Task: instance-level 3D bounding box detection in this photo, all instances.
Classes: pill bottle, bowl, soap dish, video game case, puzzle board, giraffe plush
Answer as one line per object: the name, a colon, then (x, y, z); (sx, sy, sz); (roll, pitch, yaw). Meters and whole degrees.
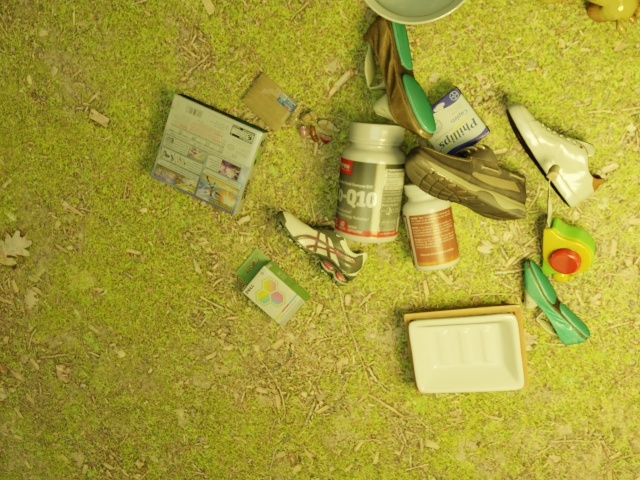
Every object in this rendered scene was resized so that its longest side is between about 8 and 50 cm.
pill bottle: (0.273, -0.042, 1.395); (0.121, 0.121, 0.216); (-9, 102, 16)
bowl: (0.221, -0.626, 1.248); (0.297, 0.134, 0.298); (2, 100, 12)
soap dish: (0.378, 0.277, 1.451); (0.290, 0.118, 0.229); (-7, 102, 16)
video game case: (-0.306, -0.235, 1.528); (0.269, 0.061, 0.244); (25, 107, 7)
puzzle board: (-0.133, -0.364, 1.478); (0.128, 0.011, 0.096); (43, 109, 0)
giraffe plush: (0.600, -0.532, 1.177); (0.170, 0.210, 0.181); (30, 108, -25)
pill bottle: (0.125, -0.148, 1.385); (0.161, 0.161, 0.283); (8, 105, 13)

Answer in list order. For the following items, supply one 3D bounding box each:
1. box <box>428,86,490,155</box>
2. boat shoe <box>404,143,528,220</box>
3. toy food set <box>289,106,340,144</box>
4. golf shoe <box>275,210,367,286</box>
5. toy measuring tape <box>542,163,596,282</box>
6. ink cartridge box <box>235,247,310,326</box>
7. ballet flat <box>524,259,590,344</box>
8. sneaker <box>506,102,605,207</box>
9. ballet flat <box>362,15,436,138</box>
box: (0.319, -0.278, 1.350); (0.126, 0.072, 0.137); (-38, 93, 20)
boat shoe: (0.343, -0.153, 1.299); (0.355, 0.132, 0.130); (21, 79, -31)
toy food set: (-0.015, -0.294, 1.462); (0.122, 0.019, 0.078); (32, 110, -3)
golf shoe: (0.000, 0.000, 1.502); (0.273, 0.105, 0.120); (42, 94, -5)
toy measuring tape: (0.579, -0.025, 1.291); (0.121, 0.121, 0.330); (-4, 128, 15)
ink cartridge box: (-0.144, 0.132, 1.579); (0.209, 0.062, 0.109); (42, 111, 2)
ballet flat: (0.565, 0.166, 1.397); (0.087, 0.083, 0.247); (-38, 90, 34)
sneaker: (0.548, -0.221, 1.295); (0.123, 0.106, 0.290); (-37, 104, 17)
ballet flat: (0.169, -0.370, 1.309); (0.124, 0.116, 0.342); (-24, 73, 35)
